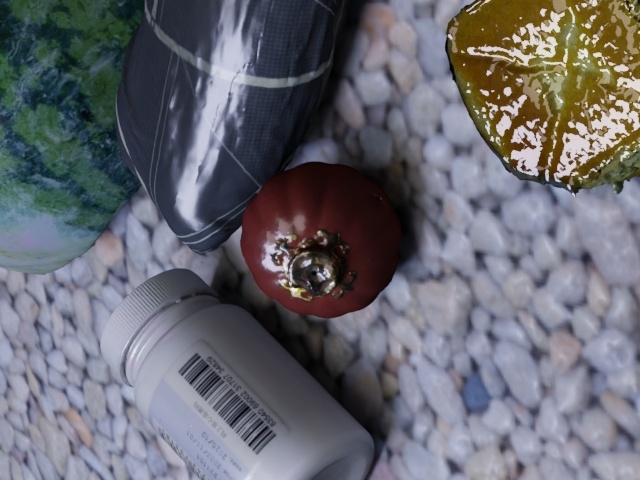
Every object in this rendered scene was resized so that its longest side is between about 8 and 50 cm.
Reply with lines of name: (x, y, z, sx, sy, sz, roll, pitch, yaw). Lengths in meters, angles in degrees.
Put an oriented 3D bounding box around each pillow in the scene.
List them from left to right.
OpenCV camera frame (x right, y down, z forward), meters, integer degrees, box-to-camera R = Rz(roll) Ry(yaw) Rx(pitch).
pillow: (-0.057, -0.150, 0.990, 0.161, 0.092, 0.335, 46, 132, 36)

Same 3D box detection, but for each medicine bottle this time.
medicine bottle: (-0.059, 0.110, 1.078, 0.186, 0.103, 0.103, 43, 131, 26)

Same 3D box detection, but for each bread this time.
bread: (0.138, -0.090, 0.826, 0.140, 0.069, 0.128, -40, 75, 44)

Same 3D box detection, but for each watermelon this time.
watermelon: (-0.224, -0.096, 1.154, 0.256, 0.176, 0.260, -12, 95, 8)

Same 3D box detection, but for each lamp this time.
lamp: (0.000, 0.000, 0.987, 0.101, 0.090, 0.101, 2, 114, 5)
